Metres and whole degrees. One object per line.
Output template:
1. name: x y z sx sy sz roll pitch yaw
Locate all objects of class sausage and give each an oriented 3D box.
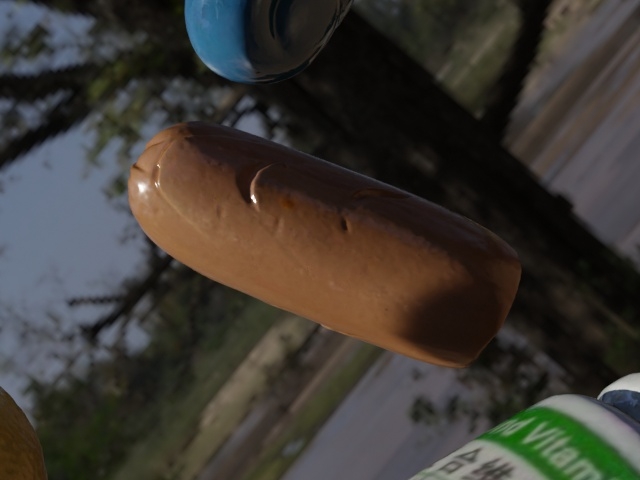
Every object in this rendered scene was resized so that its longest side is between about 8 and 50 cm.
1. sausage: -0.001 0.000 1.347 0.121 0.304 0.121 22 -90 -88

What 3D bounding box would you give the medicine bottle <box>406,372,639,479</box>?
1. medicine bottle: 0.089 0.119 0.557 0.236 0.139 0.139 -28 -6 -15

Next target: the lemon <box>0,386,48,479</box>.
1. lemon: -0.422 0.264 1.710 0.336 0.336 0.336 -51 0 0

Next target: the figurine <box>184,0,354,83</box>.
1. figurine: -0.003 -0.305 0.974 0.243 0.298 0.416 -29 -50 -32
